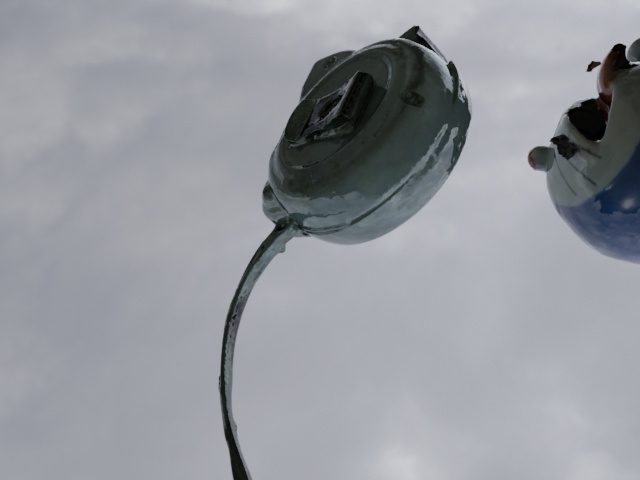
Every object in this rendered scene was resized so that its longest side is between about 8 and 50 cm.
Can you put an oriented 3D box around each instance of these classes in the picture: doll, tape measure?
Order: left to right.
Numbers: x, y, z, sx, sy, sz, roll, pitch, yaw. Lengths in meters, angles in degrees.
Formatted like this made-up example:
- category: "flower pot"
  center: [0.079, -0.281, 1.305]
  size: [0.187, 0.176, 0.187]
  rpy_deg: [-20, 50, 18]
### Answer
- category: "tape measure"
  center: [-0.001, 0.000, 0.494]
  size: [0.164, 0.084, 0.330]
  rpy_deg: [-19, -137, 51]
- category: "doll"
  center: [0.273, -0.098, 0.571]
  size: [0.161, 0.257, 0.215]
  rpy_deg: [23, -150, -9]
